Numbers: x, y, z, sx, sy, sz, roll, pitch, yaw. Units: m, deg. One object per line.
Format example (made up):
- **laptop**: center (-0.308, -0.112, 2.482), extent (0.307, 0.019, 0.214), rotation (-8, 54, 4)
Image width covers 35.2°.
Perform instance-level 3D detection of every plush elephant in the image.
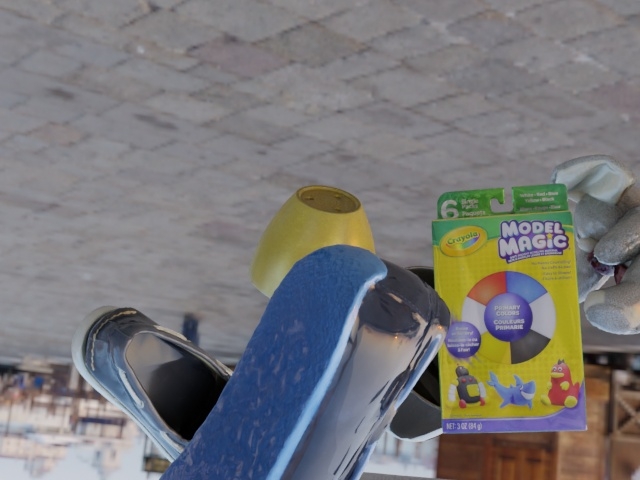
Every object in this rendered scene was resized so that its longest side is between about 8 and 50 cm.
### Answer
- **plush elephant**: center (0.425, 0.019, 1.372), extent (0.271, 0.330, 0.255), rotation (33, 170, -33)

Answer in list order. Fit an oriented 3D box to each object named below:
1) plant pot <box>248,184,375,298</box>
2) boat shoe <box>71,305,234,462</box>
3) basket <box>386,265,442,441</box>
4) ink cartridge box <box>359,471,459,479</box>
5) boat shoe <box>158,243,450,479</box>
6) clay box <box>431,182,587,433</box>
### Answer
- **plant pot**: center (0.000, 0.000, 1.030), extent (0.134, 0.095, 0.134), rotation (10, -155, -5)
- **boat shoe**: center (-0.100, 0.143, 0.863), extent (0.079, 0.095, 0.254), rotation (9, 145, 49)
- **basket**: center (0.136, 0.165, 1.298), extent (0.154, 0.204, 0.227), rotation (-32, 161, -19)
- **ink cartridge box**: center (0.084, 0.492, 1.453), extent (0.307, 0.304, 0.072), rotation (3, -178, 4)
- **boat shoe**: center (-0.015, 0.129, 0.497), extent (0.089, 0.258, 0.109), rotation (19, -155, -36)
- **clay box**: center (0.168, 0.059, 0.908), extent (0.127, 0.222, 0.053), rotation (-4, 174, 13)
